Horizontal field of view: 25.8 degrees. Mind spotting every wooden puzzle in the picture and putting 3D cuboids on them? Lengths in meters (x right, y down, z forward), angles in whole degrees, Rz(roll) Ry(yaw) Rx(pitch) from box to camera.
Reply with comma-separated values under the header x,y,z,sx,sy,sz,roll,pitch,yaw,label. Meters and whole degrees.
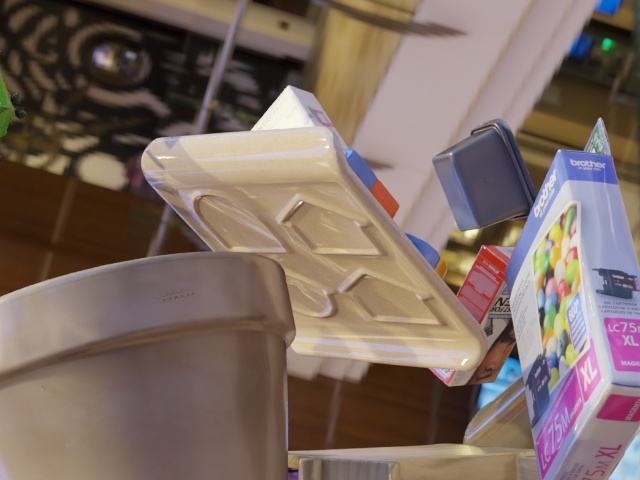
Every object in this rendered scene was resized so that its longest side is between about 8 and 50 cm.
x,y,z,sx,sy,sz,roll,pitch,yaw,label
0.000,0.000,1.584,0.322,0.348,0.080,0,46,45,wooden puzzle

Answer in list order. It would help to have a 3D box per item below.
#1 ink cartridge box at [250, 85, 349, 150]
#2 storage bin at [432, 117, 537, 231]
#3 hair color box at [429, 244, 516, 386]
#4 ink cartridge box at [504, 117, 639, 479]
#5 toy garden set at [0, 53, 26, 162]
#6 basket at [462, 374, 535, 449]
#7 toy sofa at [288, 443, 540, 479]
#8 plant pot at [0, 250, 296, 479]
x,y,z,sx,sy,sz,roll,pitch,yaw,label
-0.026,-0.123,1.775,0.088,0.052,0.122,-48,52,24,ink cartridge box
0.205,-0.077,1.811,0.098,0.091,0.135,-9,103,65,storage bin
0.199,0.089,1.651,0.053,0.093,0.167,42,117,36,hair color box
0.231,0.056,1.274,0.186,0.065,0.311,106,167,-49,ink cartridge box
-0.414,-0.114,1.635,0.244,0.049,0.204,-58,39,29,toy garden set
0.311,0.217,1.778,0.154,0.204,0.227,55,146,17,basket
0.112,0.296,1.467,0.177,0.362,0.150,-4,82,40,toy sofa
-0.151,0.192,1.211,0.323,0.323,0.280,127,130,-65,plant pot
